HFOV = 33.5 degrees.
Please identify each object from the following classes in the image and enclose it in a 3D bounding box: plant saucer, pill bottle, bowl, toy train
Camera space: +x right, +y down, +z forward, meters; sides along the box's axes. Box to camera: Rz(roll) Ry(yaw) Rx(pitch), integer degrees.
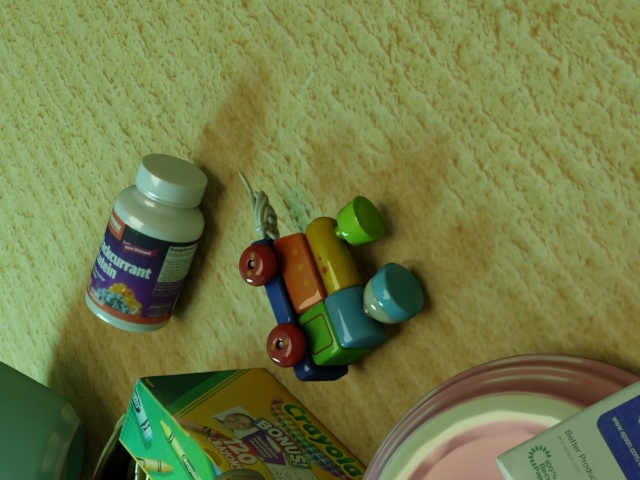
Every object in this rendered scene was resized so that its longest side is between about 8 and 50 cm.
[{"bbox_3d":[0.155,0.243,0.791,0.332,0.084,0.332,-11,68,28],"label":"plant saucer"},{"bbox_3d":[-0.200,0.001,1.248,0.108,0.108,0.193,43,120,39],"label":"pill bottle"},{"bbox_3d":[-0.405,0.307,1.378,0.311,0.163,0.311,-169,90,-88],"label":"bowl"},{"bbox_3d":[0.000,0.000,1.043,0.143,0.105,0.248,-34,64,31],"label":"toy train"}]

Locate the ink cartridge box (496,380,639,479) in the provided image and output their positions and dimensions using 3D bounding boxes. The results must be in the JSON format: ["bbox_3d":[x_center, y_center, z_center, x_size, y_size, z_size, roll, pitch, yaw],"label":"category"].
[{"bbox_3d":[0.296,0.136,0.670,0.333,0.065,0.165,-30,64,10],"label":"ink cartridge box"}]

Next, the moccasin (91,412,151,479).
[{"bbox_3d":[-0.250,0.343,1.270,0.380,0.147,0.139,-56,52,31],"label":"moccasin"}]

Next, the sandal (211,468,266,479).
[{"bbox_3d":[-0.108,0.233,0.933,0.180,0.072,0.049,-42,44,37],"label":"sandal"}]

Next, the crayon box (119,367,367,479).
[{"bbox_3d":[-0.055,0.236,1.045,0.278,0.165,0.081,38,116,41],"label":"crayon box"}]
